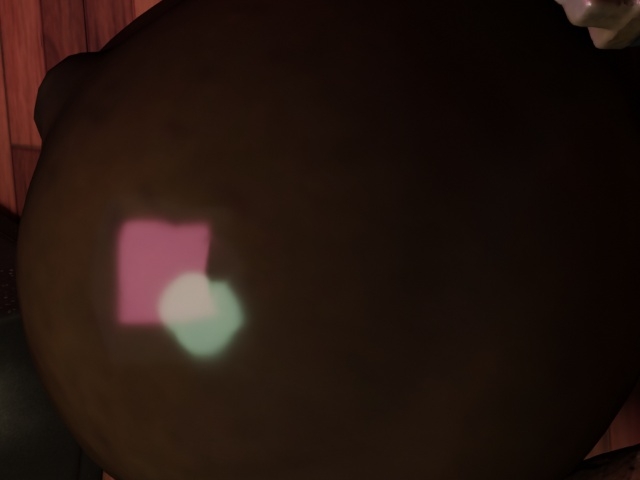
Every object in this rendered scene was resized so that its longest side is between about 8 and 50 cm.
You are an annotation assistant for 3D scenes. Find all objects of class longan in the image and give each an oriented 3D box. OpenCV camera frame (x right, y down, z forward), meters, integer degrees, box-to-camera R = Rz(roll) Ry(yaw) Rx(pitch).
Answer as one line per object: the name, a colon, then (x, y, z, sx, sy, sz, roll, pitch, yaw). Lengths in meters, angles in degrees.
longan: (0.000, 0.000, 1.006, 0.361, 0.361, 0.361, 15, 110, 48)

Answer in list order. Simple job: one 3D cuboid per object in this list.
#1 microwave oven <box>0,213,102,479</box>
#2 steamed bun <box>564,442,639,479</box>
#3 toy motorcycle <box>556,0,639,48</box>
microwave oven: (-0.423, 0.088, 1.531, 0.432, 0.374, 0.236, 28, 118, 39)
steamed bun: (0.194, 0.238, 0.940, 0.251, 0.199, 0.301, -19, 83, 51)
toy motorcycle: (0.207, -0.233, 0.847, 0.410, 0.169, 0.237, -36, 65, 54)
